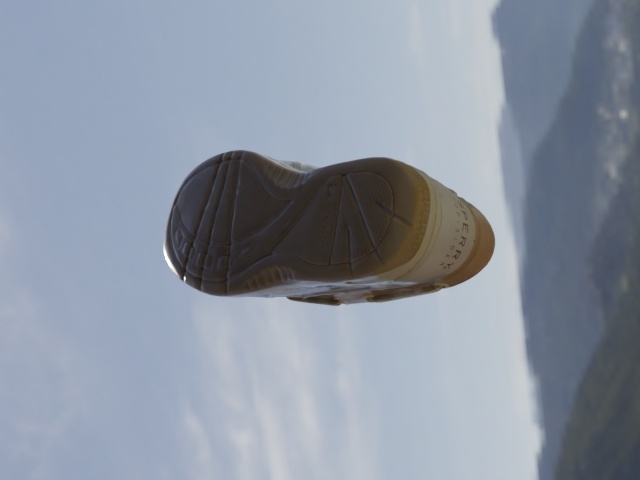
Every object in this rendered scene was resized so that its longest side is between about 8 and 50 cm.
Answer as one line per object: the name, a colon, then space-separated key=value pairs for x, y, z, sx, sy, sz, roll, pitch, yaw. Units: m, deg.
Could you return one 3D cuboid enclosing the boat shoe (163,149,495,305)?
boat shoe: x=0.000 y=0.000 z=0.686 sx=0.059 sy=0.170 sz=0.063 roll=19 pitch=-98 yaw=-36
